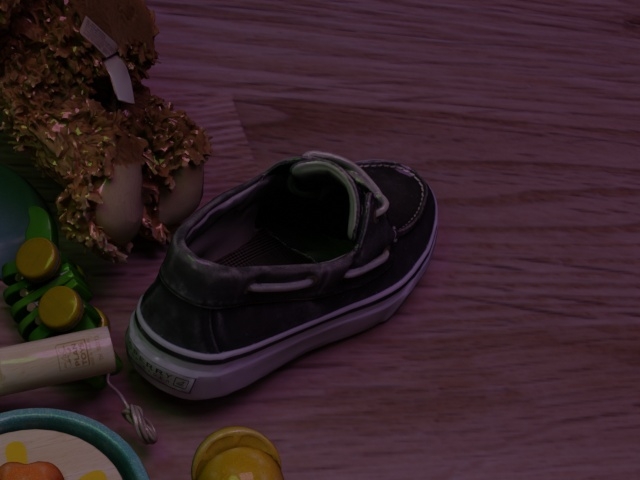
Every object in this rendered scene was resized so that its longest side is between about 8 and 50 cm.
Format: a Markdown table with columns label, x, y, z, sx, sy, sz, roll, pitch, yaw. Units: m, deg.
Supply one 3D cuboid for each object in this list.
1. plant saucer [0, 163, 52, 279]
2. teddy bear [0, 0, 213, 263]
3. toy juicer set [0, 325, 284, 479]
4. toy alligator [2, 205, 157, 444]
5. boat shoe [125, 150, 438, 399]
| label | x | y | z | sx | sy | sz | roll | pitch | yaw |
| --- | --- | --- | --- | --- | --- | --- | --- | --- | --- |
| plant saucer | -0.239 | -0.022 | 1.122 | 0.119 | 0.021 | 0.119 | 14 | 40 | -12 |
| teddy bear | -0.189 | -0.138 | 1.126 | 0.338 | 0.113 | 0.245 | 58 | 30 | -14 |
| toy juicer set | -0.129 | 0.137 | 0.910 | 0.209 | 0.089 | 0.329 | -29 | 59 | -23 |
| toy alligator | -0.165 | 0.062 | 1.050 | 0.051 | 0.056 | 0.190 | -31 | 65 | 4 |
| boat shoe | 0.000 | 0.000 | 1.135 | 0.121 | 0.119 | 0.335 | 35 | 35 | 14 |
